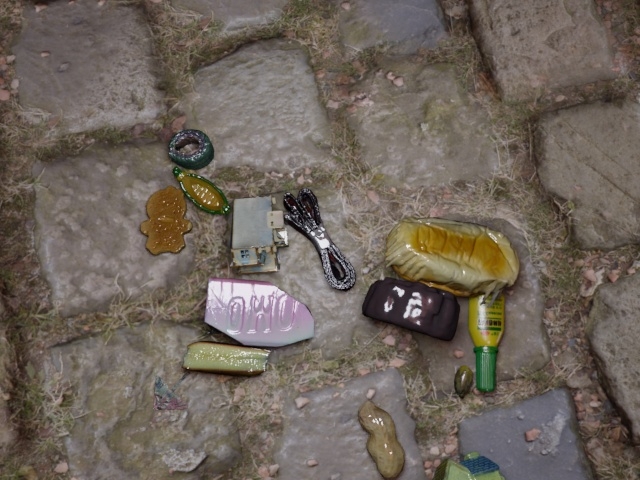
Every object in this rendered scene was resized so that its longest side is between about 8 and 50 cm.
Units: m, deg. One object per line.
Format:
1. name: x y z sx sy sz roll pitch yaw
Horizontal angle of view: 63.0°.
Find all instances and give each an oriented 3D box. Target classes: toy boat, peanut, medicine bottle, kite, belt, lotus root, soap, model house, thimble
1. toy boat: -0.374 -0.151 1.663 0.229 0.088 0.089 36 82 5
2. peanut: 0.181 0.585 1.544 0.104 0.085 0.228 -20 80 14
3. medicine bottle: 0.509 0.304 1.605 0.111 0.076 0.309 4 81 1
4. kite: -0.454 0.461 1.595 0.139 0.011 0.157 41 83 3
5. belt: 0.000 0.000 1.640 0.126 0.094 0.360 -32 84 -10
6. lotus root: 0.432 0.430 1.591 0.049 0.054 0.099 16 80 -8
7. soap: -0.180 0.219 1.568 0.323 0.109 0.193 6 83 -10
8. model house: -0.185 0.014 1.597 0.178 0.207 0.271 -5 42 -5
9. model house: 0.431 0.722 1.501 0.214 0.195 0.189 -11 55 -17
10. thimble: -0.416 -0.295 1.688 0.135 0.090 0.119 4 77 2

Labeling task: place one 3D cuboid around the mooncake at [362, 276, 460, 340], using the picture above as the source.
1. mooncake: 0.266 0.192 1.518 0.282 0.283 0.141 17 81 2

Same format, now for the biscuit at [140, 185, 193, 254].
1. biscuit: -0.493 -0.065 1.674 0.165 0.036 0.226 -5 77 -3

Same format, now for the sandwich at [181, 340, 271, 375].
1. sandwich: -0.278 0.357 1.574 0.257 0.096 0.094 6 74 1

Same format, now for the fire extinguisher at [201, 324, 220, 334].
1. fire extinguisher: -0.309 0.226 1.623 0.078 0.045 0.157 21 78 -19

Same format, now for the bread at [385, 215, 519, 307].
1. bread: 0.393 0.044 1.579 0.388 0.183 0.236 20 62 0
